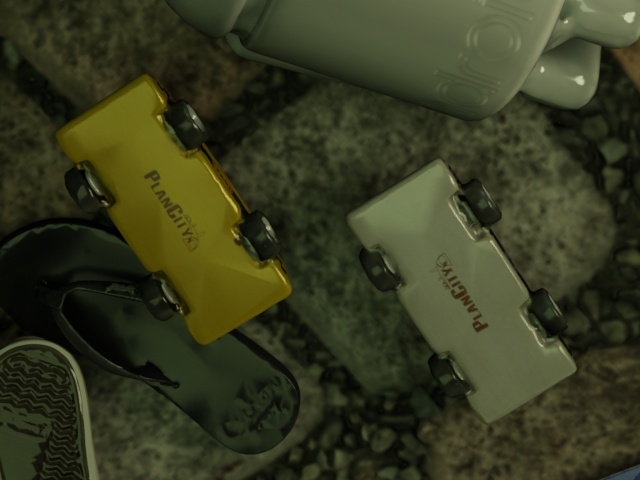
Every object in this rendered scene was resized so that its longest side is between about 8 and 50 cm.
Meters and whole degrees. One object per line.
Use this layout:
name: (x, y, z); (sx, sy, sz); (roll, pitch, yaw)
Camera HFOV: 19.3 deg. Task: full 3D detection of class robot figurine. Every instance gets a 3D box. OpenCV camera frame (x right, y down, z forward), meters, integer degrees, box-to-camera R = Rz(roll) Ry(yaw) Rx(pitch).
robot figurine: (0.035, -0.201, 1.209); (0.354, 0.199, 0.300); (17, 142, -10)

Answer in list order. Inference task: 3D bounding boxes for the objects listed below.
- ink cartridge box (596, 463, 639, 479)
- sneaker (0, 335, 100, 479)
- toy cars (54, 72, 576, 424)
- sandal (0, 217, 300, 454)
ink cartridge box: (0.348, 0.294, 1.360); (0.324, 0.071, 0.330); (-22, 104, 4)
sneaker: (-0.193, 0.212, 1.357); (0.106, 0.123, 0.290); (-2, 91, -10)
toy cars: (0.000, 0.000, 1.330); (0.394, 0.087, 0.176); (16, 106, -4)
sandal: (-0.125, 0.066, 1.361); (0.254, 0.054, 0.097); (30, 101, -3)
